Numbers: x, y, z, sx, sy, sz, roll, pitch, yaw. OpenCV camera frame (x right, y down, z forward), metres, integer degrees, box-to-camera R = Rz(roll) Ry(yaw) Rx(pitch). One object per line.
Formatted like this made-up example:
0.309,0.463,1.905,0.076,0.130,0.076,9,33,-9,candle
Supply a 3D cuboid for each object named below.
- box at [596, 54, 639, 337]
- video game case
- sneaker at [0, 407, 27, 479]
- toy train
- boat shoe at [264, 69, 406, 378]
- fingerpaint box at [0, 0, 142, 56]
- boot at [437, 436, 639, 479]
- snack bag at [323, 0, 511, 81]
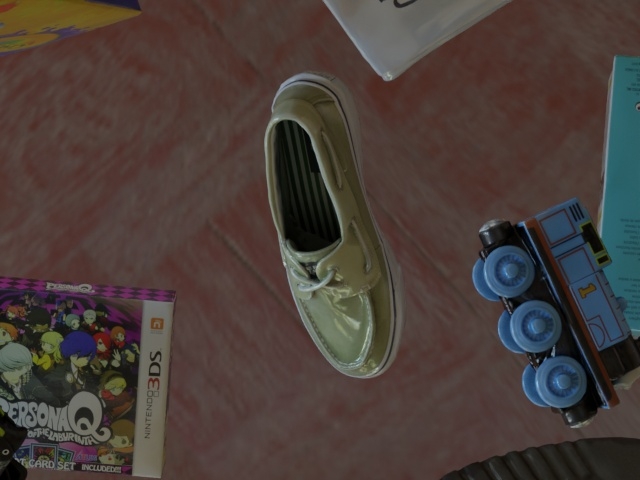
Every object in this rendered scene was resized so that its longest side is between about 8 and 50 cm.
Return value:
0.282,-0.036,1.600,0.060,0.100,0.244,4,84,7,box
-0.275,0.146,1.900,0.232,0.042,0.210,5,109,-3,video game case
-0.345,0.179,1.804,0.097,0.084,0.235,0,133,4,sneaker
0.198,0.057,1.450,0.105,0.080,0.184,-25,88,-6,toy train
0.000,0.000,1.592,0.109,0.094,0.302,-2,116,26,boat shoe
-0.309,-0.327,1.261,0.163,0.445,0.371,-15,90,14,fingerpaint box
0.045,0.159,0.604,0.198,0.077,0.137,-26,133,-10,boot
0.094,-0.324,1.528,0.323,0.037,0.342,-31,122,11,snack bag
